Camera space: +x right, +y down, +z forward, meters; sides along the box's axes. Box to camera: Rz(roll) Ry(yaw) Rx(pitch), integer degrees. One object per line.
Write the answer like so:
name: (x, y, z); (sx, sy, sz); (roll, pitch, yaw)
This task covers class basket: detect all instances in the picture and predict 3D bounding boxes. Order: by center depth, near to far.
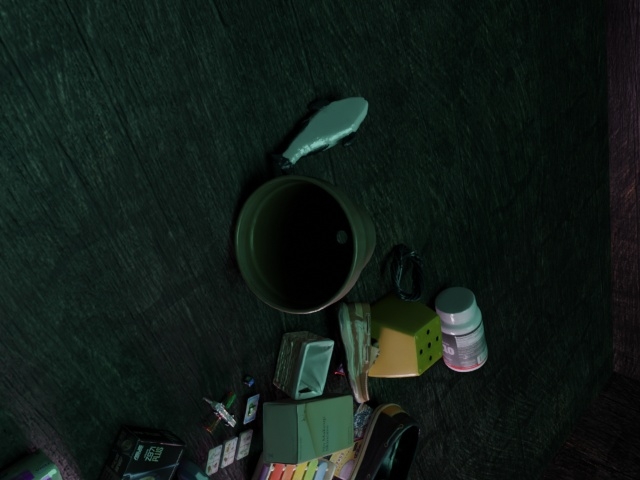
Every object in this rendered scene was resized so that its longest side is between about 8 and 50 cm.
basket: (-0.049, 0.338, 1.904); (0.113, 0.103, 0.167); (2, 105, -47)

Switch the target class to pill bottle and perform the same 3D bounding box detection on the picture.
pill bottle: (0.487, 0.309, 2.417); (0.161, 0.161, 0.283); (-41, 131, -28)

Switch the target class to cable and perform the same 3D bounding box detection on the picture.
cable: (0.270, 0.102, 2.140); (0.150, 0.047, 0.184); (46, 49, -33)

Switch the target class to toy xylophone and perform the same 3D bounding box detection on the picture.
toy xylophone: (-0.081, 0.660, 2.016); (0.323, 0.081, 0.236); (10, 98, -48)

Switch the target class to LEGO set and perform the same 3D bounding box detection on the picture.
LEGO set: (-0.241, 0.474, 1.819); (0.182, 0.060, 0.244); (-8, 113, -58)

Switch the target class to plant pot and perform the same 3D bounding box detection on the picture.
plant pot: (0.000, 0.000, 1.700); (0.280, 0.323, 0.322); (-8, 112, -62)
plant pot: (0.256, 0.301, 2.121); (0.212, 0.187, 0.212); (-27, 118, -43)

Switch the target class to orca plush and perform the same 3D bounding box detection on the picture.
orca plush: (0.007, -0.246, 1.735); (0.287, 0.151, 0.102); (-54, 168, -20)

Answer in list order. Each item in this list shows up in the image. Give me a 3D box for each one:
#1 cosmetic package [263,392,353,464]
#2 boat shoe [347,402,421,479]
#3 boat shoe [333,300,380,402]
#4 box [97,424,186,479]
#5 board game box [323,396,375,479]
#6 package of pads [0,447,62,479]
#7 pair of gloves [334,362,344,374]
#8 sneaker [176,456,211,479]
cosmetic package: (-0.027, 0.516, 1.924); (0.309, 0.113, 0.160); (10, 77, -60)
boat shoe: (0.196, 0.774, 2.193); (0.187, 0.156, 0.499); (21, 84, -40)
boat shoe: (0.120, 0.326, 2.019); (0.117, 0.123, 0.324); (-12, 111, -8)
box: (-0.420, 0.533, 1.610); (0.147, 0.078, 0.180); (28, 85, -48)
board game box: (0.097, 0.640, 2.227); (0.243, 0.042, 0.165); (-58, 138, -12)
package of pads: (-0.619, 0.609, 1.412); (0.229, 0.101, 0.296); (-30, 125, -36)
pair of gloves: (0.120, 0.360, 2.154); (0.198, 0.023, 0.159); (33, 82, -48)
sneaker: (-0.318, 0.689, 1.755); (0.131, 0.112, 0.318); (-39, 129, -34)
